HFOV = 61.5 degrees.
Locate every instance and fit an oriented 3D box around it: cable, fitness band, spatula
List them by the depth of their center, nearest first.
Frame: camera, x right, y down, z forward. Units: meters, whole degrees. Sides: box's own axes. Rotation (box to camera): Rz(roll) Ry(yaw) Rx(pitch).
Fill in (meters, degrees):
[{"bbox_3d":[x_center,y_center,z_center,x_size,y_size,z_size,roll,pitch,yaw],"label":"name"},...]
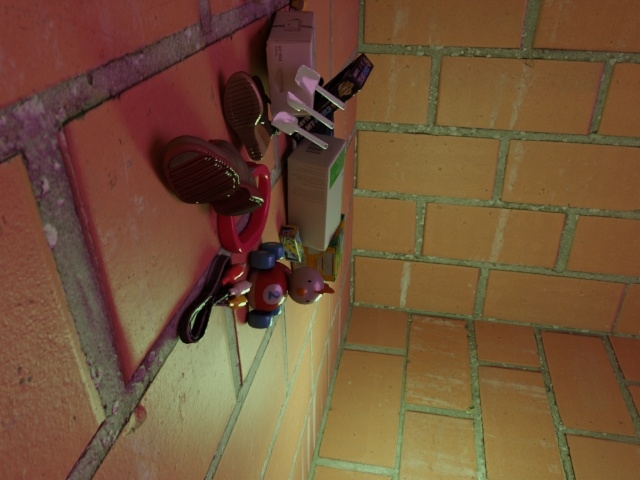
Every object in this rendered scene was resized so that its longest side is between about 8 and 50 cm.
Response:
[{"bbox_3d":[-0.225,0.121,1.193,0.287,0.072,0.140,-54,143,-71],"label":"cable"},{"bbox_3d":[-0.189,-0.085,1.367,0.291,0.054,0.209,-59,155,-67],"label":"fitness band"},{"bbox_3d":[-0.018,-0.340,1.413,0.242,0.019,0.168,17,100,-54],"label":"spatula"}]

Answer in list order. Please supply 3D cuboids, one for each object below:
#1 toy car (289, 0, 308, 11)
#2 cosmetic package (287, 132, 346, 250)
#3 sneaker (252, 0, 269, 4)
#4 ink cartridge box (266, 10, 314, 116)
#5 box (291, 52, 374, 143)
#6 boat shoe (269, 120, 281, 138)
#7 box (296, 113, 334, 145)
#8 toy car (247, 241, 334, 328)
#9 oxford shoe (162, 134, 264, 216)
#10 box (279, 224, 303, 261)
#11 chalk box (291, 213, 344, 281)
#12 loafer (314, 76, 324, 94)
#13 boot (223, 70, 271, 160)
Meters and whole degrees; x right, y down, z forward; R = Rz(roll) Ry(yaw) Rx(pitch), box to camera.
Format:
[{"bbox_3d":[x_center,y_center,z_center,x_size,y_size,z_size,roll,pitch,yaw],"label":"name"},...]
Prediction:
[{"bbox_3d":[-0.073,-0.649,1.702,0.239,0.053,0.225,85,14,-47],"label":"toy car"},{"bbox_3d":[-0.017,-0.169,1.904,0.197,0.155,0.366,-62,160,-45],"label":"cosmetic package"},{"bbox_3d":[-0.121,-0.653,1.324,0.115,0.090,0.232,83,16,-65],"label":"sneaker"},{"bbox_3d":[-0.074,-0.490,1.483,0.283,0.117,0.207,-88,178,-53],"label":"ink cartridge box"},{"bbox_3d":[0.035,-0.489,1.832,0.073,0.293,0.296,45,32,-15],"label":"box"},{"bbox_3d":[-0.141,-0.302,1.462,0.125,0.038,0.046,-161,-102,-65],"label":"boat shoe"},{"bbox_3d":[-0.014,-0.364,2.090,0.261,0.103,0.185,-73,163,-50],"label":"box"},{"bbox_3d":[-0.078,0.136,1.572,0.210,0.237,0.220,-49,143,-74],"label":"toy car"},{"bbox_3d":[-0.219,-0.144,1.057,0.348,0.122,0.130,50,21,-75],"label":"oxford shoe"},{"bbox_3d":[-0.101,0.012,1.901,0.169,0.059,0.054,80,20,-58],"label":"box"},{"bbox_3d":[0.000,0.000,2.138,0.289,0.179,0.180,-72,166,-51],"label":"chalk box"},{"bbox_3d":[-0.051,-0.512,1.818,0.268,0.084,0.096,-71,163,-54],"label":"loafer"},{"bbox_3d":[-0.172,-0.339,1.296,0.249,0.090,0.207,82,4,-50],"label":"boot"}]
